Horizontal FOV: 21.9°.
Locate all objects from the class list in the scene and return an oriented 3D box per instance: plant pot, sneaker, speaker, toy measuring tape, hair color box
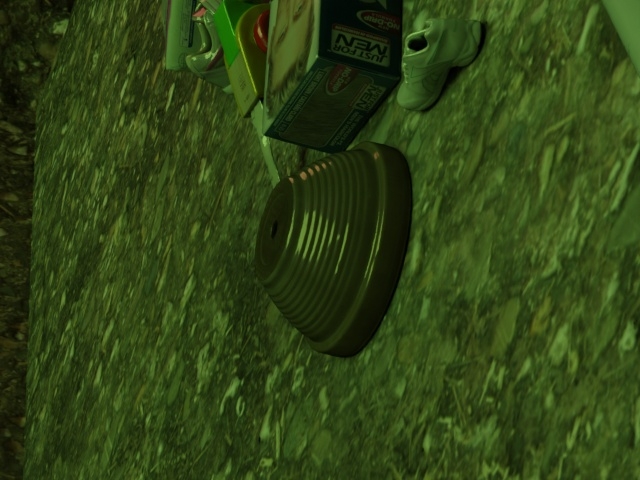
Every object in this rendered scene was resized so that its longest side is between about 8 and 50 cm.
[{"bbox_3d":[0.000,0.000,1.779,0.237,0.110,0.237,-166,90,-71],"label":"plant pot"},{"bbox_3d":[-0.122,-0.332,2.372,0.103,0.111,0.252,-157,82,-71],"label":"sneaker"},{"bbox_3d":[0.106,-0.183,1.679,0.152,0.061,0.054,130,147,-55],"label":"sneaker"},{"bbox_3d":[0.250,-0.165,1.251,0.136,0.055,0.055,-100,30,-52],"label":"speaker"},{"bbox_3d":[-0.046,-0.189,2.120,0.121,0.121,0.330,-47,57,56],"label":"toy measuring tape"},{"bbox_3d":[0.015,-0.296,1.957,0.174,0.105,0.347,129,149,-53],"label":"hair color box"}]

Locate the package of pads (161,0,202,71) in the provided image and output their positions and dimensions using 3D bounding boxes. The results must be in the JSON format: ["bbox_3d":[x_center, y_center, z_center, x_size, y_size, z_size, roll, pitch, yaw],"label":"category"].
[{"bbox_3d":[-0.190,-0.415,2.589,0.296,0.101,0.229,-100,15,-53],"label":"package of pads"}]
